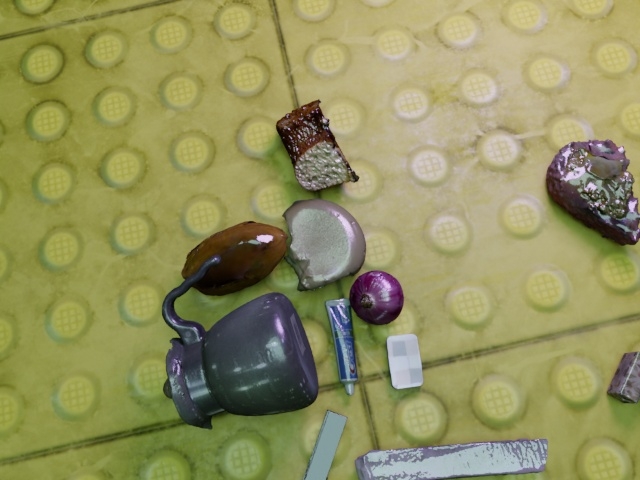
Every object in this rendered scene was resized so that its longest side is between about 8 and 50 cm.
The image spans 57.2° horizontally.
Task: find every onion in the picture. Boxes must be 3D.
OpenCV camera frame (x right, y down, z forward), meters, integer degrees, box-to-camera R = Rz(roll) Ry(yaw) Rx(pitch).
[{"bbox_3d":[0.117,0.115,1.196,0.115,0.115,0.104,51,38,14],"label":"onion"}]

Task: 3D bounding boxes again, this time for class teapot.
[{"bbox_3d":[-0.179,0.212,1.095,0.285,0.305,0.223,-21,31,4],"label":"teapot"}]

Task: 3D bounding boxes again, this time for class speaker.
[{"bbox_3d":[0.001,0.429,1.138,0.046,0.040,0.191,20,76,6],"label":"speaker"}]

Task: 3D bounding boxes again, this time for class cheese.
[{"bbox_3d":[0.000,0.000,1.232,0.175,0.091,0.202,-25,73,-3],"label":"cheese"}]

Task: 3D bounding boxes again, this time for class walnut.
[{"bbox_3d":[-0.177,0.040,1.205,0.245,0.137,0.137,-30,75,8],"label":"walnut"}]

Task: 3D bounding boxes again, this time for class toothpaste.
[{"bbox_3d":[0.048,0.216,1.199,0.057,0.035,0.197,-3,72,-14],"label":"toothpaste"}]

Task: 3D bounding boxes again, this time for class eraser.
[{"bbox_3d":[0.169,0.245,1.187,0.065,0.026,0.105,-7,74,-2],"label":"eraser"}]

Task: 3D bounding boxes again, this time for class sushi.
[{"bbox_3d":[0.564,-0.101,1.225,0.161,0.107,0.241,-3,75,6],"label":"sushi"}]

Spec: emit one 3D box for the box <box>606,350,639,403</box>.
[{"bbox_3d":[0.603,0.266,1.140,0.045,0.062,0.098,28,77,9],"label":"box"}]

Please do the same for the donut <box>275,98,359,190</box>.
[{"bbox_3d":[-0.011,-0.200,1.281,0.126,0.144,0.186,-23,105,3],"label":"donut"}]

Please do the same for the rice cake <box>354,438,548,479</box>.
[{"bbox_3d":[0.248,0.421,1.119,0.365,0.056,0.072,-7,69,1],"label":"rice cake"}]
